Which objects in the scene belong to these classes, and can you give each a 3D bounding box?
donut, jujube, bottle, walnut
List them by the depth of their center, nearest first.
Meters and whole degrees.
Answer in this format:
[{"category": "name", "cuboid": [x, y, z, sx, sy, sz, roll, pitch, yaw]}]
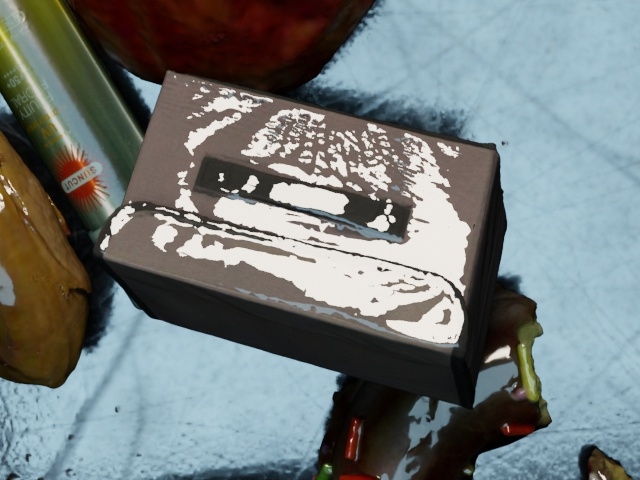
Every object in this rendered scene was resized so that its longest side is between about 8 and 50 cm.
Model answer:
[{"category": "jujube", "cuboid": [-0.054, -0.289, 1.114, 0.277, 0.276, 0.376, 6, 96, 2]}, {"category": "walnut", "cuboid": [-0.261, 0.006, 1.219, 0.137, 0.137, 0.245, -33, 94, 6]}, {"category": "bottle", "cuboid": [-0.183, -0.084, 1.231, 0.082, 0.082, 0.286, -31, 95, 6]}, {"category": "donut", "cuboid": [0.132, 0.224, 1.234, 0.259, 0.136, 0.345, -34, 93, 3]}]

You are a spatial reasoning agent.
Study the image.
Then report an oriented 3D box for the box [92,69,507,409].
[{"category": "box", "cuboid": [0.000, 0.000, 1.108, 0.252, 0.188, 0.153, 13, 75, 11]}]
